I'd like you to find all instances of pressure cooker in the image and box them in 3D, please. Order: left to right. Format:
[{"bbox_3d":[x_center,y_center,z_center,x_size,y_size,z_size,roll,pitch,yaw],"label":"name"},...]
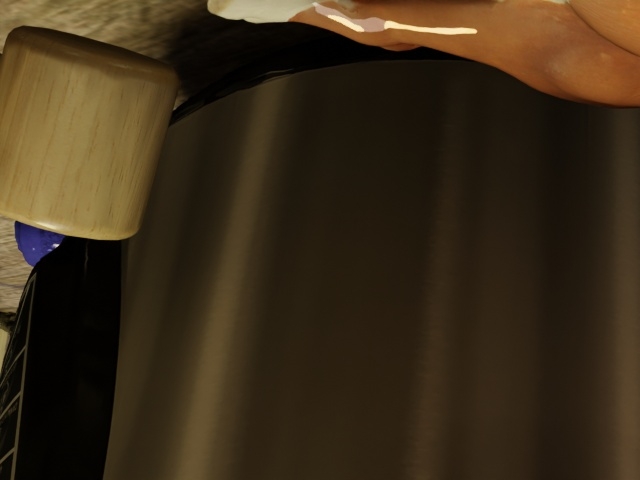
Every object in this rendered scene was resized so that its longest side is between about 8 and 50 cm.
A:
[{"bbox_3d":[0.043,0.166,0.576,0.375,0.420,0.370,-18,135,30],"label":"pressure cooker"}]

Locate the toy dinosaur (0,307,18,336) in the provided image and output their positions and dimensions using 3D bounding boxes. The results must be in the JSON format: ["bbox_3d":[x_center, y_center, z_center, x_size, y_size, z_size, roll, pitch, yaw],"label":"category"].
[{"bbox_3d":[-0.329,0.053,1.258,0.118,0.064,0.268,9,171,22],"label":"toy dinosaur"}]

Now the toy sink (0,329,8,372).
[{"bbox_3d":[-0.447,0.149,1.513,0.131,0.153,0.234,15,165,-31],"label":"toy sink"}]

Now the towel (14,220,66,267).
[{"bbox_3d":[0.000,0.000,0.852,0.308,0.076,0.227,3,173,12],"label":"towel"}]

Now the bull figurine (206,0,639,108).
[{"bbox_3d":[0.082,-0.103,0.302,0.188,0.101,0.310,12,164,-6],"label":"bull figurine"}]

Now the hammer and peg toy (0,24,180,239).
[{"bbox_3d":[-0.249,-0.040,0.462,0.361,0.127,0.266,10,-174,-25],"label":"hammer and peg toy"}]
